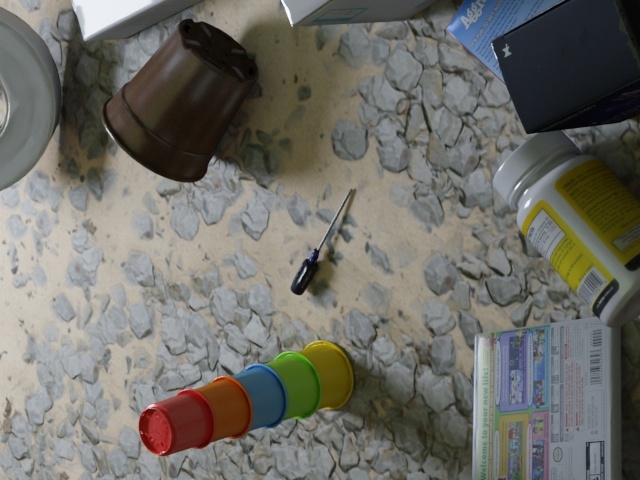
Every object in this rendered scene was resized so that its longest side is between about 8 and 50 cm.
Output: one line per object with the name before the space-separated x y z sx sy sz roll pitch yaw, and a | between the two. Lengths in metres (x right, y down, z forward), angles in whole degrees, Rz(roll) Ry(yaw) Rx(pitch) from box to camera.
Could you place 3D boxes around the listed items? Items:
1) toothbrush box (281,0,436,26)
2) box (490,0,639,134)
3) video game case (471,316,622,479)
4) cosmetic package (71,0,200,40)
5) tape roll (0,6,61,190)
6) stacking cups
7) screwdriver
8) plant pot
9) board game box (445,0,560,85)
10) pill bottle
toothbrush box | 0.022 -0.405 1.722 0.126 0.216 0.295 -30 79 40
box | 0.300 -0.190 1.530 0.153 0.207 0.108 -26 81 40
video game case | 0.257 0.200 1.709 0.193 0.023 0.212 -12 68 41
cosmetic package | -0.238 -0.362 2.037 0.231 0.085 0.117 -16 87 42
tape roll | -0.526 -0.207 2.187 0.286 0.100 0.286 -1 108 -4
stacking cups | -0.091 0.193 1.859 0.096 0.316 0.096 6 100 40
screwdriver | 0.000 0.000 1.941 0.025 0.024 0.170 25 114 3
plant pot | -0.177 -0.191 1.972 0.167 0.167 0.165 50 118 22
board game box | 0.262 -0.303 1.662 0.145 0.027 0.281 47 124 22
pill bottle | 0.291 -0.018 1.628 0.208 0.119 0.119 51 126 21
